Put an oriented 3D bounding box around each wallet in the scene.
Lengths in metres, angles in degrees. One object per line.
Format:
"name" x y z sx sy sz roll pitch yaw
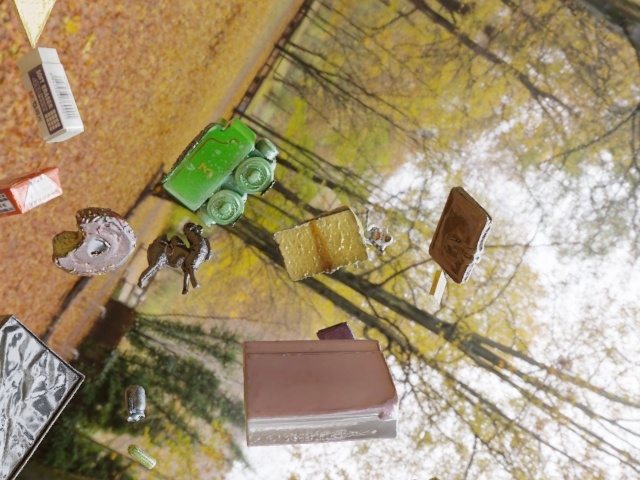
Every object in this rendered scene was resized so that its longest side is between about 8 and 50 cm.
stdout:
"wallet" 0.247 -0.007 1.083 0.118 0.039 0.152 52 -42 44
"wallet" 0.069 0.330 1.843 0.111 0.166 0.030 -22 -165 28

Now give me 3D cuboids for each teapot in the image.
"teapot" -0.468 0.410 1.535 0.063 0.049 0.083 -51 -136 44

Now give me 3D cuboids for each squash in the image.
"squash" -0.434 0.520 1.462 0.027 0.083 0.027 -25 -146 18

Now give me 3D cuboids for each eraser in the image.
"eraser" -0.007 0.361 1.481 0.272 0.359 0.122 -105 -162 -61
"eraser" -0.873 -0.468 1.957 0.124 0.279 0.081 -15 -175 32

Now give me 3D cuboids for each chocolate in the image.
"chocolate" -1.039 -0.158 2.059 0.237 0.108 0.235 -7 -159 21

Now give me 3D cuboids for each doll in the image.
"doll" -0.306 0.032 1.295 0.057 0.139 0.165 119 -20 -63

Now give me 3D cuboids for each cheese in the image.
"cheese" -0.632 -0.518 1.319 0.126 0.093 0.171 -12 132 -40

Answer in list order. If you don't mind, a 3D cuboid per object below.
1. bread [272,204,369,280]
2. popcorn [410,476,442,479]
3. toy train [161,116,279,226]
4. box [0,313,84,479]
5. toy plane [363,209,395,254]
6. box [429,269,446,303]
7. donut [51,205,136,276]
"bread" 0.000 0.000 1.808 0.266 0.178 0.142 -18 -154 12
"popcorn" 0.216 0.643 1.292 0.233 0.192 0.266 90 11 -66
"toy train" -0.213 -0.152 1.330 0.243 0.188 0.132 -44 -161 14
"box" -0.757 0.364 1.338 0.204 0.251 0.345 -7 -139 33
"toy plane" 0.149 -0.004 2.196 0.273 0.107 0.182 -20 -119 44
"box" 0.386 0.155 1.989 0.087 0.023 0.155 -67 159 -9
"donut" -0.642 -0.002 1.723 0.230 0.216 0.096 -58 -132 26
